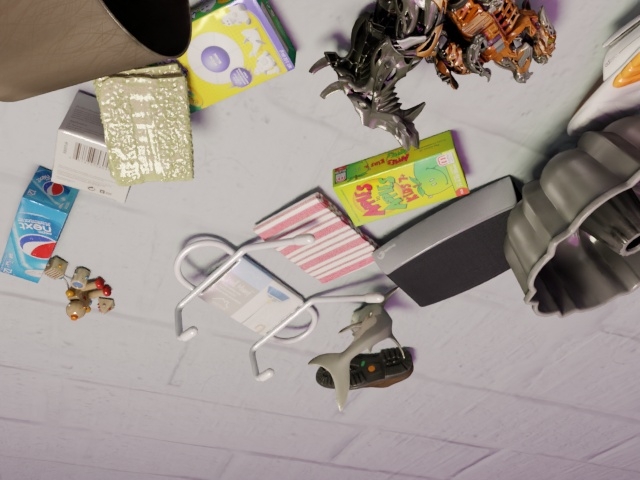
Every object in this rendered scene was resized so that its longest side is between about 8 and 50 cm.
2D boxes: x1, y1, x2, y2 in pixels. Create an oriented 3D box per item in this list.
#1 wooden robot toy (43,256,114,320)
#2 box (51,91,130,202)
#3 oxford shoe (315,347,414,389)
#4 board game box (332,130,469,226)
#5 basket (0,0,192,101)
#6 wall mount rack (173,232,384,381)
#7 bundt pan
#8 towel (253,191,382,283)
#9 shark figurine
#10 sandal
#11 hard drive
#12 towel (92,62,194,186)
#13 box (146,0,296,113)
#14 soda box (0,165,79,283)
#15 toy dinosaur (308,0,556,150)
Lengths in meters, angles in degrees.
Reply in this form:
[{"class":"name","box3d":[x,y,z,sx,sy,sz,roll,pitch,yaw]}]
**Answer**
[{"class":"wooden robot toy","box3d":[-0.450,0.109,1.004,0.076,0.079,0.173,-10,138,12]},{"class":"box","box3d":[-0.298,-0.124,0.727,0.101,0.087,0.102,18,137,-20]},{"class":"oxford shoe","box3d":[0.103,0.312,1.226,0.227,0.083,0.096,-8,142,11]},{"class":"board game box","box3d":[0.119,-0.088,0.797,0.181,0.043,0.092,-17,136,19]},{"class":"basket","box3d":[-0.276,-0.244,0.546,0.227,0.154,0.204,-15,104,26]},{"class":"wall mount rack","box3d":[-0.079,0.106,0.961,0.304,0.130,0.350,-40,129,13]},{"class":"bundt pan","box3d":[0.399,-0.040,0.741,0.331,0.124,0.331,-16,142,-13]},{"class":"towel","box3d":[0.000,0.000,0.914,0.144,0.029,0.197,-26,132,31]},{"class":"shark figurine","box3d":[0.102,0.184,0.966,0.166,0.278,0.116,-38,89,21]},{"class":"sandal","box3d":[0.370,-0.215,0.629,0.102,0.076,0.265,-7,161,-14]},{"class":"hard drive","box3d":[0.233,0.017,0.888,0.255,0.054,0.172,-31,131,22]},{"class":"towel","box3d":[-0.211,-0.139,0.654,0.110,0.027,0.148,-5,118,-8]},{"class":"box","box3d":[-0.132,-0.225,0.646,0.179,0.043,0.105,-16,136,21]},{"class":"soda box","box3d":[-0.455,-0.019,0.862,0.067,0.071,0.210,23,134,-23]},{"class":"toy dinosaur","box3d":[0.097,-0.243,0.580,0.322,0.164,0.218,29,119,-4]}]
